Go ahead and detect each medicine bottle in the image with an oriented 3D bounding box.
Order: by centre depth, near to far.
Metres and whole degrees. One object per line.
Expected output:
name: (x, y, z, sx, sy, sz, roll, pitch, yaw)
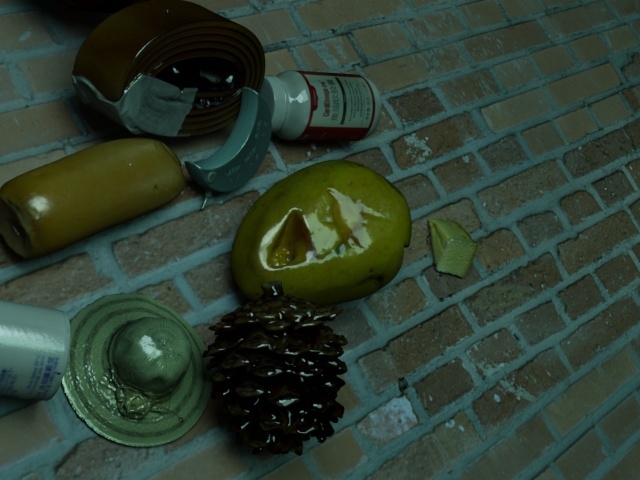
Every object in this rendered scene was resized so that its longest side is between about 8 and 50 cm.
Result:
medicine bottle: (-0.511, 0.127, 1.239, 0.340, 0.130, 0.130, 12, 60, -30)
medicine bottle: (-0.012, -0.254, 1.795, 0.250, 0.131, 0.131, -4, 69, -37)

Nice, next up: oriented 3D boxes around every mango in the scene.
mango: (0.000, 0.000, 1.652, 0.365, 0.182, 0.253, -28, 86, -30)

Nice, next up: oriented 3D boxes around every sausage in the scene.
sausage: (-0.339, -0.085, 1.490, 0.134, 0.116, 0.354, 51, 44, 7)

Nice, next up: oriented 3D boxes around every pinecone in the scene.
pinecone: (-0.066, 0.198, 1.459, 0.224, 0.224, 0.273, 1, 89, -35)

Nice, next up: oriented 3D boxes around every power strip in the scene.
power strip: (-0.157, -0.151, 1.645, 0.216, 0.044, 0.137, -56, 148, -16)

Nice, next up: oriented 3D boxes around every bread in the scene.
bread: (0.252, 0.009, 1.920, 0.084, 0.080, 0.109, 11, 25, -31)

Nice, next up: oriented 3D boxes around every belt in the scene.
belt: (-0.246, -0.283, 1.579, 0.122, 0.217, 0.338, 32, 29, 29)

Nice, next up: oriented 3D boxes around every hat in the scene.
hat: (-0.251, 0.174, 1.413, 0.252, 0.110, 0.252, 16, 58, -27)

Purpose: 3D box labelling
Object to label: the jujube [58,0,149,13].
jujube: (-0.413, -0.524, 1.559, 0.376, 0.258, 0.258, 38, 49, 5)
